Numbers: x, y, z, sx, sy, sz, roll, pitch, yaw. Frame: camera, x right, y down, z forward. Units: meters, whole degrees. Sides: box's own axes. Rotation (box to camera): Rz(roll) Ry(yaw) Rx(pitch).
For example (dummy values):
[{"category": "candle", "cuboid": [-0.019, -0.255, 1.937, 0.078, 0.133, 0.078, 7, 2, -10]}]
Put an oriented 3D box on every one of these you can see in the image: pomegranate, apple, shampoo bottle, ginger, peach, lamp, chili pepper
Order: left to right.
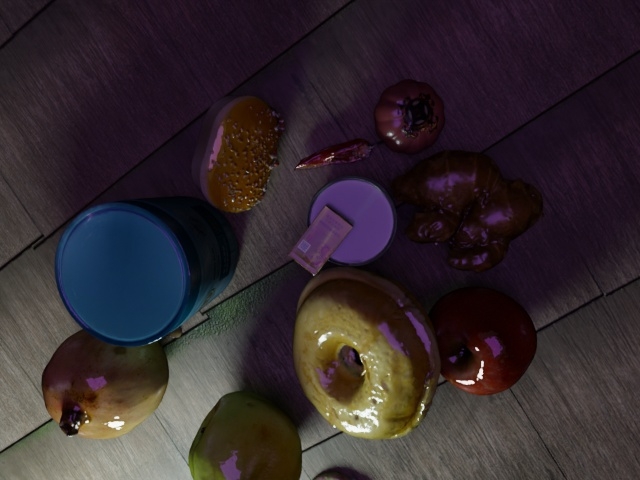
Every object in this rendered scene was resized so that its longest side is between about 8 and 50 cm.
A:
[{"category": "pomegranate", "cuboid": [-0.602, 0.395, 1.244, 0.337, 0.338, 0.339, 1, 99, 8]}, {"category": "shampoo bottle", "cuboid": [-0.416, 0.055, 1.154, 0.330, 0.343, 0.332, 1, 98, 8]}, {"category": "peach", "cuboid": [-0.204, 0.589, 1.235, 0.315, 0.281, 0.315, 32, 64, -24]}, {"category": "chili pepper", "cuboid": [0.054, -0.231, 1.194, 0.267, 0.059, 0.051, -13, 58, 13]}, {"category": "lamp", "cuboid": [0.217, -0.304, 1.117, 0.181, 0.140, 0.182, -2, 100, -10]}, {"category": "ginger", "cuboid": [0.348, -0.082, 1.111, 0.357, 0.152, 0.274, 34, 97, 1]}, {"category": "apple", "cuboid": [0.390, 0.240, 1.114, 0.260, 0.216, 0.261, 17, 117, 37]}]

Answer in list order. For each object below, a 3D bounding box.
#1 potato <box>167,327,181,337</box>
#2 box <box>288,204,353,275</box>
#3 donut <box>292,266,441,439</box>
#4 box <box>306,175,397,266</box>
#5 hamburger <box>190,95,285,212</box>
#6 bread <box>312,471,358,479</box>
[{"category": "potato", "cuboid": [-0.463, 0.260, 1.347, 0.093, 0.036, 0.037, 24, 104, 5]}, {"category": "box", "cuboid": [0.000, 0.000, 1.093, 0.089, 0.022, 0.156, 37, 102, 2]}, {"category": "donut", "cuboid": [0.097, 0.281, 1.128, 0.448, 0.198, 0.450, 12, 110, 36]}, {"category": "box", "cuboid": [0.084, -0.054, 1.162, 0.225, 0.149, 0.226, 1, 99, 8]}, {"category": "hamburger", "cuboid": [-0.208, -0.221, 1.147, 0.151, 0.227, 0.296, 28, 106, 27]}, {"category": "bread", "cuboid": [0.053, 0.808, 1.353, 0.228, 0.033, 0.229, 1, 98, 10]}]
